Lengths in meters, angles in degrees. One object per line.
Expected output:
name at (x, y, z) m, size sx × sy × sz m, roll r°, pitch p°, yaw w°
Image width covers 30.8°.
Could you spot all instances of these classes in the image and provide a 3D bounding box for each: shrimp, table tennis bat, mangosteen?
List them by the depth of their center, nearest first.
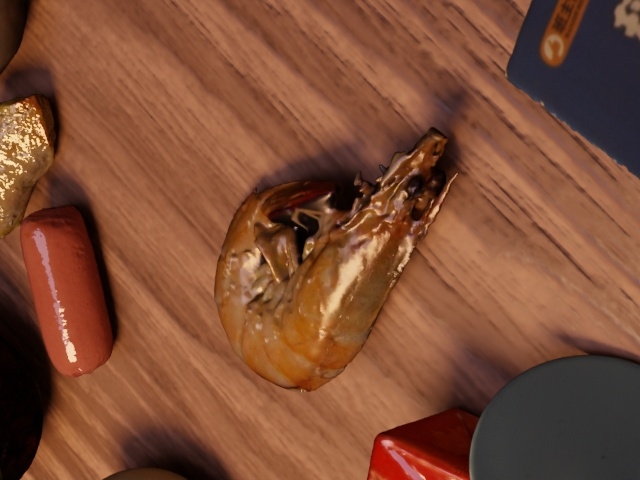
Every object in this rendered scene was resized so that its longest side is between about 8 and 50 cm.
table tennis bat at (0.161, 0.175, 0.723) m, size 0.153 × 0.244 × 0.040 m, roll 6°, pitch 144°, yaw 18°
shrimp at (0.000, 0.000, 0.870) m, size 0.152 × 0.063 × 0.287 m, roll 51°, pitch 130°, yaw 22°
mangosteen at (-0.360, 0.176, 1.083) m, size 0.216 × 0.216 × 0.216 m, roll 13°, pitch 115°, yaw 30°

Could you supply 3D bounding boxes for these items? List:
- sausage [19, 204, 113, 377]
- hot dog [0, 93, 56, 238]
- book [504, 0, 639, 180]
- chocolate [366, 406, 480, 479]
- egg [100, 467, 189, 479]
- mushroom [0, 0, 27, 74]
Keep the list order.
sausage at (-0.225, 0.046, 1.035) m, size 0.062 × 0.062 × 0.154 m, roll 0°, pitch 107°, yaw 35°
hot dog at (-0.283, -0.064, 1.034) m, size 0.078 × 0.061 × 0.169 m, roll 32°, pitch 106°, yaw -16°
book at (0.284, -0.105, 0.549) m, size 0.428 × 0.039 × 0.300 m, roll 46°, pitch 130°, yaw 38°
chocolate at (0.141, 0.261, 0.839) m, size 0.235 × 0.108 × 0.237 m, roll 21°, pitch 120°, yaw 26°
egg at (-0.151, 0.261, 1.034) m, size 0.152 × 0.114 × 0.114 m, roll 21°, pitch 118°, yaw 29°
mushroom at (-0.303, -0.198, 0.966) m, size 0.117 × 0.141 × 0.188 m, roll 11°, pitch 124°, yaw -6°
